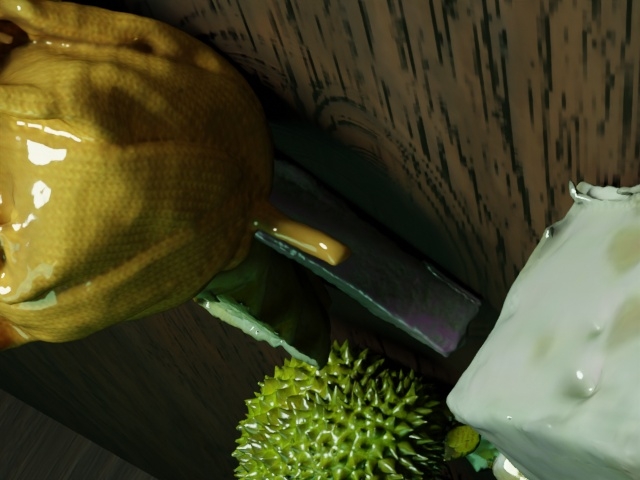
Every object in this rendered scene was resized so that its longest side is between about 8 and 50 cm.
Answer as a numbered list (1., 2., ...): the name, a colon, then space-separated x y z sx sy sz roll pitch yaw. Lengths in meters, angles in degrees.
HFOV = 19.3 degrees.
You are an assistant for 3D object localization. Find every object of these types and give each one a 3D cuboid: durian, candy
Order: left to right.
1. durian: 0.014 0.153 1.344 0.146 0.159 0.198 47 159 -14
2. candy: 0.173 0.071 0.761 0.195 0.137 0.185 39 164 -21

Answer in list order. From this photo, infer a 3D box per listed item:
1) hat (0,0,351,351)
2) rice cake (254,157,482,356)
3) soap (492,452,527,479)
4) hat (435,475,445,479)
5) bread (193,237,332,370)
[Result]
1. hat: -0.099 -0.016 0.949 0.233 0.244 0.233 16 173 4
2. rice cake: 0.000 0.000 1.063 0.206 0.047 0.036 33 163 -16
3. soap: 0.267 0.193 0.891 0.304 0.169 0.338 21 169 -16
4. hat: 0.065 0.258 1.668 0.265 0.128 0.265 27 -179 0
5. bread: -0.058 0.011 1.164 0.128 0.088 0.232 35 176 27
